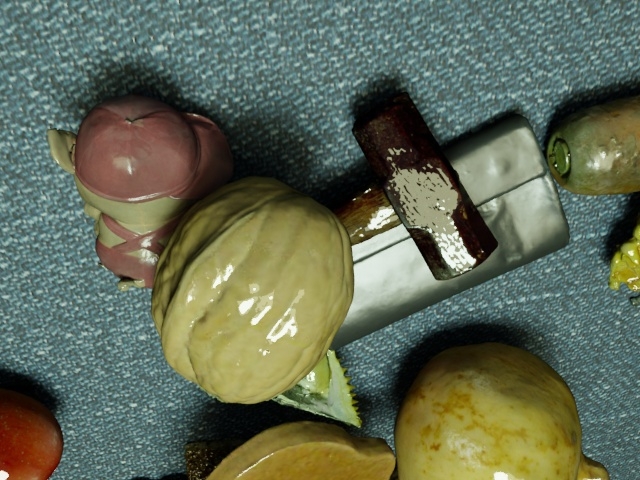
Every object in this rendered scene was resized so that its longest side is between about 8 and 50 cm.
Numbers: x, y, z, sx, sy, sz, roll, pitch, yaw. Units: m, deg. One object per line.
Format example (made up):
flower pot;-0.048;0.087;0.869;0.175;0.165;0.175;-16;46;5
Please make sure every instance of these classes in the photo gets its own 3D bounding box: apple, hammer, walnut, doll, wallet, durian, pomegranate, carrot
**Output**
apple;-0.497;0.318;0.841;0.181;0.181;0.168;-29;122;9
hammer;0.000;0.000;0.744;0.409;0.095;0.242;-27;95;10
walnut;-0.079;0.057;0.628;0.225;0.225;0.260;25;108;-22
doll;-0.212;-0.064;0.689;0.196;0.152;0.255;-26;145;-30
wallet;0.148;-0.001;0.824;0.406;0.062;0.228;-26;114;7
durian;-0.082;0.204;0.862;0.172;0.166;0.306;-39;126;17
pomegranate;0.296;0.336;0.912;0.343;0.342;0.342;-4;122;-7
carrot;0.468;-0.147;0.756;0.302;0.138;0.138;-19;122;3

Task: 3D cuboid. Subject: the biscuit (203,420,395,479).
biscuit;-0.055;0.451;0.896;0.365;0.062;0.385;17;108;-33

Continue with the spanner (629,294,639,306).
spanner;0.672;0.123;1.021;0.255;0.015;0.054;16;120;-18

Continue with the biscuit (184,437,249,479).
biscuit;-0.200;0.480;1.098;0.131;0.025;0.230;-3;122;-8

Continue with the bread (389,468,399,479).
bread;0.255;0.619;1.146;0.399;0.215;0.397;-7;122;-11

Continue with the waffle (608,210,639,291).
waffle;0.596;-0.019;0.862;0.301;0.058;0.281;-19;141;-5

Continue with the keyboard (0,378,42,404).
keyboard;-0.625;0.293;0.919;0.310;0.018;0.100;-10;123;-3
